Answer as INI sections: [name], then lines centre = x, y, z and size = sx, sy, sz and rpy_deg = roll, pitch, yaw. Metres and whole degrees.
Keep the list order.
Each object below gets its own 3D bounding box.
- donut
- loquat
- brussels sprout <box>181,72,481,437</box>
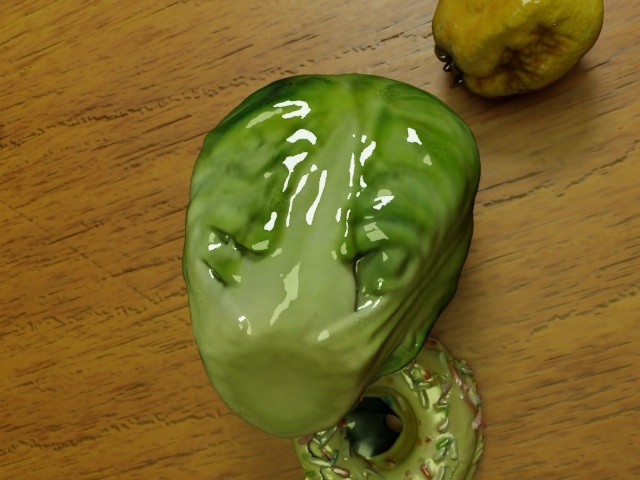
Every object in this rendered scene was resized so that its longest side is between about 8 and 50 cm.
[donut]
centre = 0.052, 0.155, 0.498
size = 0.175, 0.068, 0.174
rpy_deg = -2, 83, 15
[loquat]
centre = 0.160, -0.182, 0.494
size = 0.137, 0.113, 0.137
rpy_deg = 6, 105, 25
[brussels sprout]
centre = 0.000, 0.000, 0.444
size = 0.220, 0.210, 0.271
rpy_deg = 10, 48, 12
